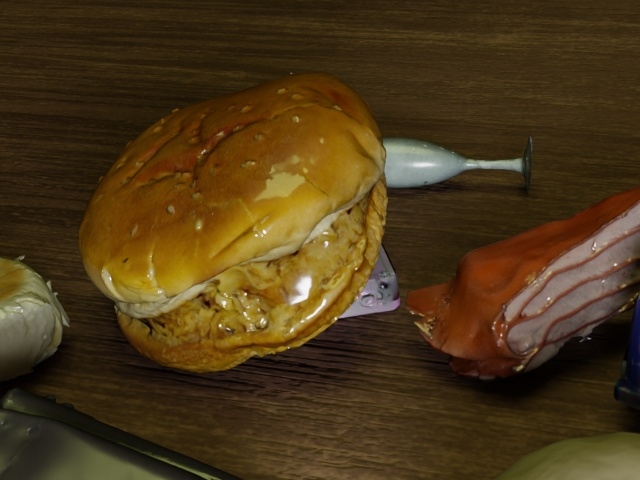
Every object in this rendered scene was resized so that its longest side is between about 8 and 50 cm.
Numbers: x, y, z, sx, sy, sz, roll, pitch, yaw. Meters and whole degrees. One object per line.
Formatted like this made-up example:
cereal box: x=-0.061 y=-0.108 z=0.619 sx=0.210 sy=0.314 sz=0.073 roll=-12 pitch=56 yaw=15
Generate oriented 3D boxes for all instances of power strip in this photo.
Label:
power strip: x=0.000 y=0.000 z=1.320 sx=0.109 sy=0.037 sz=0.279 roll=-9 pitch=28 yaw=-7

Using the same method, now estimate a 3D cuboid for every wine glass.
wine glass: x=0.131 y=-0.087 z=1.443 sx=0.198 sy=0.066 sz=0.066 roll=3 pitch=28 yaw=14

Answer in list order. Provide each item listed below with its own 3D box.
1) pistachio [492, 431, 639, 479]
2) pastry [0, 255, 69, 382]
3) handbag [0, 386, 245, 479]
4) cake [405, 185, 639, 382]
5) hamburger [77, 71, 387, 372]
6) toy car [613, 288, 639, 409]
pistachio: x=0.188 y=0.209 z=0.720 sx=0.226 sy=0.207 sz=0.332 roll=31 pitch=-9 yaw=-30
pastry: x=-0.309 y=0.074 z=1.169 sx=0.166 sy=0.088 sz=0.166 roll=-4 pitch=28 yaw=2
handbag: x=-0.175 y=0.215 z=0.783 sx=0.257 sy=0.113 sz=0.285 roll=28 pitch=38 yaw=18
cake: x=0.220 y=0.033 z=1.107 sx=0.287 sy=0.098 sz=0.135 roll=-25 pitch=18 yaw=1
hamburger: x=-0.072 y=-0.033 z=1.192 sx=0.290 sy=0.170 sz=0.314 roll=-21 pitch=29 yaw=14
toy car: x=0.349 y=0.052 z=1.030 sx=0.172 sy=0.157 sz=0.235 roll=14 pitch=31 yaw=34
